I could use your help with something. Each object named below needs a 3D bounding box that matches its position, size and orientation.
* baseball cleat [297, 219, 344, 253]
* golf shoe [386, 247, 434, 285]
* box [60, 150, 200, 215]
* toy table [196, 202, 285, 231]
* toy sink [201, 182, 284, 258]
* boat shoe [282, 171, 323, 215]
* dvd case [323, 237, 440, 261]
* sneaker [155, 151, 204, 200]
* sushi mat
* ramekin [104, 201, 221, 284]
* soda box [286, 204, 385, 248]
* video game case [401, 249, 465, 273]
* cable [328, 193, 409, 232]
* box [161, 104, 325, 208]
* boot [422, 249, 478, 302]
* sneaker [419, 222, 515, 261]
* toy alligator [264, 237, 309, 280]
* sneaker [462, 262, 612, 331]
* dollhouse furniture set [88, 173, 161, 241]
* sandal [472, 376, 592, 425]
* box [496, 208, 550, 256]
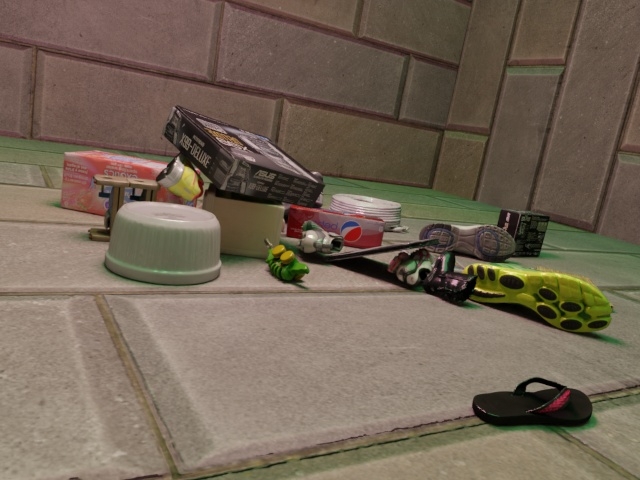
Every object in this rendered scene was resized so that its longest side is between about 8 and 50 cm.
[{"bbox_3d":[0.000,0.000,1.304,0.110,0.072,0.206,9,14,-2],"label":"baseball cleat"},{"bbox_3d":[0.220,0.068,1.214,0.086,0.067,0.186,43,26,21],"label":"golf shoe"},{"bbox_3d":[-0.476,-0.134,1.364,0.300,0.142,0.154,10,12,4],"label":"box"},{"bbox_3d":[-0.215,-0.120,1.478,0.252,0.160,0.274,11,11,6],"label":"toy table"},{"bbox_3d":[-0.210,-0.051,1.218,0.234,0.131,0.153,8,11,-10],"label":"toy sink"},{"bbox_3d":[-0.065,-0.138,1.622,0.113,0.104,0.306,11,-11,-12],"label":"boat shoe"},{"bbox_3d":[0.142,0.021,1.245,0.221,0.018,0.165,-10,-2,35],"label":"dvd case"},{"bbox_3d":[-0.292,-0.127,1.146,0.094,0.081,0.208,42,7,-19],"label":"sneaker"},{"bbox_3d":[0.653,0.120,1.406,0.152,0.019,0.316,14,13,15],"label":"sushi mat"},{"bbox_3d":[-0.280,-0.002,0.984,0.207,0.109,0.207,10,11,-2],"label":"ramekin"},{"bbox_3d":[0.040,-0.038,1.489,0.264,0.083,0.092,9,11,-4],"label":"soda box"},{"bbox_3d":[0.297,0.058,1.408,0.143,0.019,0.157,9,11,-5],"label":"video game case"},{"bbox_3d":[0.156,-0.103,1.883,0.257,0.089,0.257,3,14,-31],"label":"cable"},{"bbox_3d":[-0.169,-0.183,1.224,0.242,0.076,0.307,42,19,32],"label":"box"},{"bbox_3d":[0.282,0.074,1.126,0.099,0.045,0.121,9,49,46],"label":"boot"},{"bbox_3d":[0.443,-0.007,1.637,0.297,0.110,0.129,11,6,0],"label":"sneaker"},{"bbox_3d":[-0.085,0.043,1.083,0.051,0.056,0.190,-39,33,-15],"label":"toy alligator"},{"bbox_3d":[0.444,0.099,1.108,0.296,0.109,0.124,17,18,33],"label":"sneaker"},{"bbox_3d":[-0.435,-0.081,1.174,0.129,0.129,0.184,4,14,-26],"label":"dollhouse furniture set"},{"bbox_3d":[0.270,0.196,0.664,0.179,0.040,0.067,5,13,-24],"label":"sandal"},{"bbox_3d":[0.669,-0.024,1.796,0.180,0.147,0.078,0,16,-38],"label":"box"}]
